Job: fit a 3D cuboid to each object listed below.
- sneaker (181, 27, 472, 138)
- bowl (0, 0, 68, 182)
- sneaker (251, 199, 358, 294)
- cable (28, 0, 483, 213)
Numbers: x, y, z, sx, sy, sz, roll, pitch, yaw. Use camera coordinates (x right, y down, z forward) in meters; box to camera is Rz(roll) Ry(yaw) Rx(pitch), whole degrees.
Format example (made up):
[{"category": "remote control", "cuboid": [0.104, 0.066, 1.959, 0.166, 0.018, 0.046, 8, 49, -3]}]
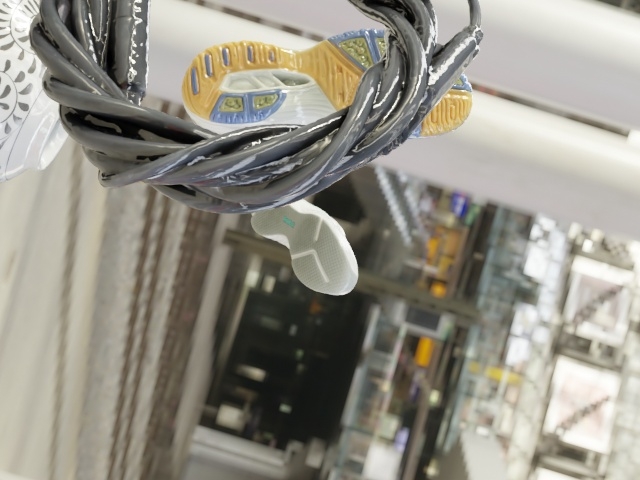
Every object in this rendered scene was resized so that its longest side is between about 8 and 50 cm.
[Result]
[{"category": "sneaker", "cuboid": [0.008, -0.148, 1.486, 0.131, 0.296, 0.112, 92, 2, -74]}, {"category": "bowl", "cuboid": [-0.226, -0.102, 1.056, 0.170, 0.080, 0.170, -63, -179, 2]}, {"category": "sneaker", "cuboid": [0.000, 0.000, 1.165, 0.053, 0.061, 0.152, -61, -145, 14]}, {"category": "cable", "cuboid": [-0.028, -0.076, 0.515, 0.184, 0.150, 0.047, -49, 162, -45]}]
